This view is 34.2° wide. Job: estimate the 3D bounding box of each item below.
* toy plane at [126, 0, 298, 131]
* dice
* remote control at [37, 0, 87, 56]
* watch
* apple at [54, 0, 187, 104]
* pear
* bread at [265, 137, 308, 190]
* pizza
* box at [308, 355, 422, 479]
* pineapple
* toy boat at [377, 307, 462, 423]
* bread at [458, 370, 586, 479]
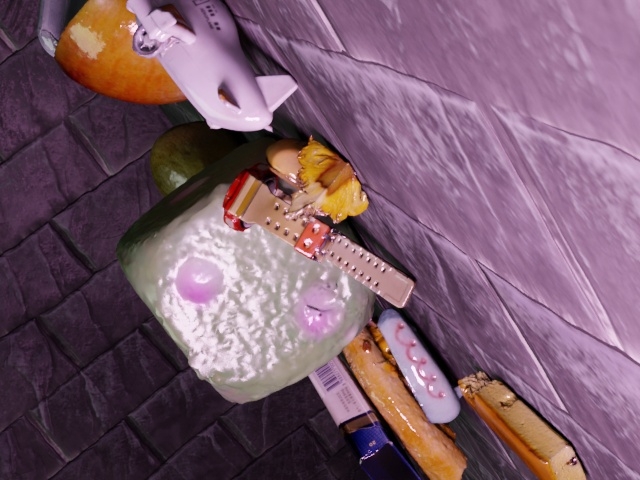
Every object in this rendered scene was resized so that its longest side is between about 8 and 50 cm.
[{"bbox_3d":[-0.133,-0.225,1.249,0.245,0.117,0.244,45,-167,-13],"label":"toy plane"},{"bbox_3d":[-0.112,0.047,1.659,0.330,0.318,0.322,54,174,-13],"label":"dice"},{"bbox_3d":[-0.390,-0.407,1.651,0.052,0.104,0.247,162,113,-76],"label":"remote control"},{"bbox_3d":[-0.008,-0.004,1.395,0.268,0.102,0.165,32,-176,25],"label":"watch"},{"bbox_3d":[-0.259,-0.293,1.578,0.254,0.179,0.346,13,175,-2],"label":"apple"},{"bbox_3d":[-0.230,-0.136,2.074,0.211,0.188,0.228,41,170,47],"label":"pear"},{"bbox_3d":[-0.031,-0.107,1.400,0.082,0.056,0.115,35,-172,-9],"label":"bread"},{"bbox_3d":[0.134,0.258,1.841,0.408,0.114,0.278,60,-172,31],"label":"pizza"},{"bbox_3d":[0.073,0.320,1.807,0.168,0.071,0.259,56,-179,-40],"label":"box"},{"bbox_3d":[0.004,-0.060,1.272,0.114,0.114,0.077,49,156,-15],"label":"pineapple"},{"bbox_3d":[0.166,0.195,1.679,0.207,0.079,0.134,61,-178,8],"label":"toy boat"},{"bbox_3d":[0.249,0.234,1.333,0.088,0.049,0.226,57,173,-36],"label":"bread"}]
